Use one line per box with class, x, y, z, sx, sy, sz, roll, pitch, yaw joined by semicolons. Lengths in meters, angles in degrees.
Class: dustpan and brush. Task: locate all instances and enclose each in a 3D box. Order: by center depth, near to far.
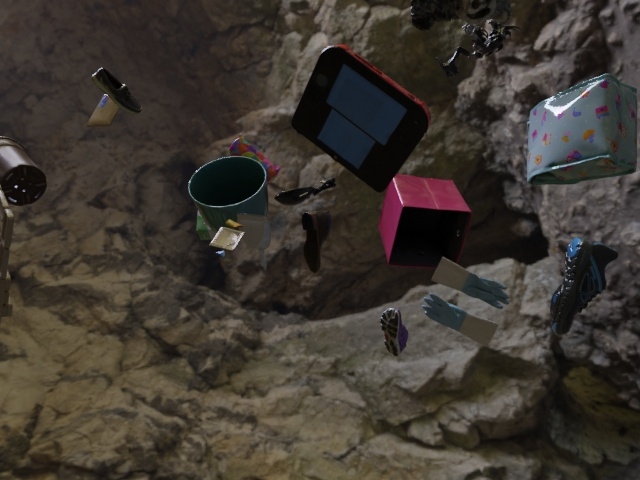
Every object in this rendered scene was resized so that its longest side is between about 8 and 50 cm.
dustpan and brush;-0.219;0.008;1.774;0.060;0.147;0.211;-15;-73;-48

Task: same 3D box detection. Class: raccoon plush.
raccoon plush;0.438;-0.825;1.545;0.216;0.300;0.446;72;-156;-60

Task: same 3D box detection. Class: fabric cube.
fabric cube;0.378;-0.072;1.890;0.258;0.259;0.254;-95;11;-58

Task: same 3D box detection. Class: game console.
game console;0.113;-0.366;1.549;0.387;0.342;0.060;39;-137;5

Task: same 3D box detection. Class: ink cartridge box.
ink cartridge box;-0.417;-0.090;2.193;0.093;0.213;0.154;87;180;-61

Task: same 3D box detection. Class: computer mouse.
computer mouse;-0.050;-0.196;2.096;0.262;0.184;0.060;-15;-95;-43

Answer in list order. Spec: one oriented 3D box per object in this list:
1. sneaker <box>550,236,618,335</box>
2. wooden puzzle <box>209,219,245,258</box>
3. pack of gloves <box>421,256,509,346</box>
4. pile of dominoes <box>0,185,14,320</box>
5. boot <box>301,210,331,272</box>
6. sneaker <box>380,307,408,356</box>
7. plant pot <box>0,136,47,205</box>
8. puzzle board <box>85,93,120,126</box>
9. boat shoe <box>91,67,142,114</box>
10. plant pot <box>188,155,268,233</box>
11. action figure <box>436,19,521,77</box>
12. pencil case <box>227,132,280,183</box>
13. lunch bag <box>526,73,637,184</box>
sneaker;0.851;0.165;1.649;0.125;0.140;0.340;-60;-19;-70
wooden puzzle;-0.231;-0.003;1.262;0.116;0.079;0.014;-57;-28;-37
pack of gloves;0.437;0.180;1.531;0.195;0.232;0.046;-69;-15;16
pile of dominoes;-0.542;0.014;0.862;0.040;0.251;0.196;-2;-144;-43
boot;0.000;0.000;1.780;0.106;0.082;0.219;-18;-69;-42
sneaker;0.220;0.257;1.474;0.071;0.068;0.169;-33;-49;-30
plant pot;-0.876;-0.186;1.434;0.167;0.165;0.166;-37;-36;-32
puzzle board;-0.627;-0.385;1.496;0.011;0.097;0.128;56;-137;-53
boat shoe;-0.558;-0.413;1.409;0.152;0.049;0.056;39;-147;-30
plant pot;-0.333;-0.144;1.960;0.235;0.293;0.292;82;-172;-47
action figure;0.537;-0.687;1.753;0.140;0.276;0.164;56;-161;-10
pencil case;-0.281;-0.341;2.145;0.236;0.104;0.104;42;-156;-3
lunch bag;0.649;-0.265;1.299;0.160;0.262;0.223;10;-101;-29
